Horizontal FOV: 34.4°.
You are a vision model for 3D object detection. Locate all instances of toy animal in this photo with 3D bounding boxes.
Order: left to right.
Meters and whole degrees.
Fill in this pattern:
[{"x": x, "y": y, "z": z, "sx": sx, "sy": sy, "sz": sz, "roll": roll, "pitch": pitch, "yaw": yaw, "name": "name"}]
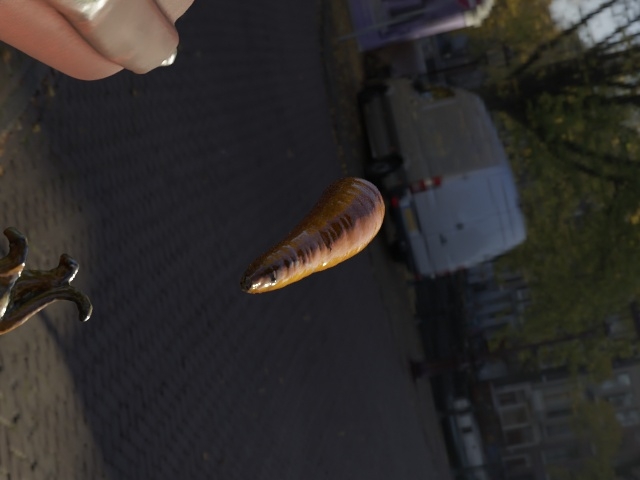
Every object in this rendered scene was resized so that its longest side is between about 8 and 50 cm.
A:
[{"x": -0.297, "y": 0.010, "z": 0.825, "sx": 0.241, "sy": 0.099, "sz": 0.057, "roll": 35, "pitch": 2, "yaw": -11, "name": "toy animal"}]

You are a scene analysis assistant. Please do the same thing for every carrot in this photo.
[{"x": 0.000, "y": 0.000, "z": 0.822, "sx": 0.256, "sy": 0.061, "sz": 0.061, "roll": -43, "pitch": 121, "yaw": -65, "name": "carrot"}]

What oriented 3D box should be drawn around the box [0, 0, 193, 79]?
[{"x": -0.165, "y": -0.194, "z": 0.458, "sx": 0.263, "sy": 0.108, "sz": 0.404, "roll": 51, "pitch": 0, "yaw": -4, "name": "box"}]
